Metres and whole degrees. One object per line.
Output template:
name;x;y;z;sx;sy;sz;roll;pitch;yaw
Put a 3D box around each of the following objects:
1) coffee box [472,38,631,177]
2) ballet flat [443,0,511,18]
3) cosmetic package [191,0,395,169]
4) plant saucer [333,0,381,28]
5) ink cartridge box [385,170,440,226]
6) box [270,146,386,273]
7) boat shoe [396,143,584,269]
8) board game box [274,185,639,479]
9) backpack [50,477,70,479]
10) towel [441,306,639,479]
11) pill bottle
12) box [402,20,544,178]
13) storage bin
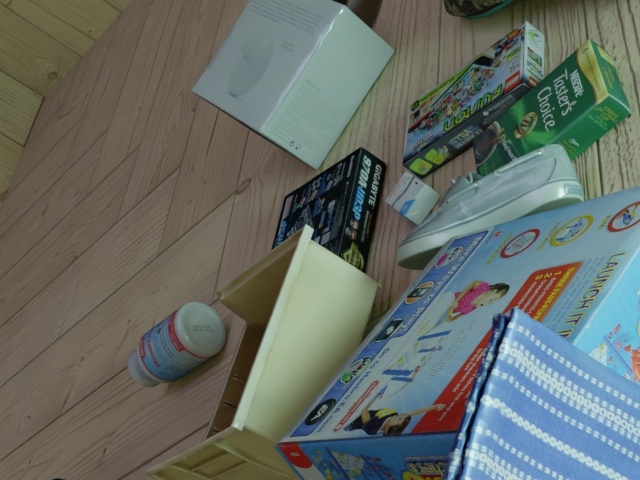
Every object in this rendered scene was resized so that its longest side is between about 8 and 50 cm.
coffee box;0.246;-0.124;1.207;0.184;0.040;0.113;-41;30;32
ballet flat;0.251;-0.381;1.329;0.164;0.182;0.483;-62;25;-8
cosmetic package;-0.045;-0.264;1.719;0.224;0.138;0.225;36;94;48
plant saucer;-0.012;-0.349;1.923;0.310;0.050;0.311;-40;31;30
ink cartridge box;0.112;-0.055;1.383;0.048;0.028;0.083;-55;25;4
box;0.000;0.000;1.493;0.175;0.051;0.220;-31;36;43
boat shoe;0.173;-0.034;1.170;0.227;0.079;0.081;-26;60;37
board game box;0.155;0.093;0.946;0.308;0.086;0.302;-46;17;-33
backpack;-0.314;0.415;1.474;0.117;0.158;0.173;-22;54;63
towel;0.162;0.239;0.703;0.040;0.243;0.336;-22;42;58
pill bottle;-0.220;0.161;1.660;0.160;0.087;0.087;-36;33;39
box;0.188;-0.171;1.370;0.207;0.036;0.114;-34;34;40
storage bin;-0.070;0.160;1.313;0.260;0.123;0.262;-35;30;51
